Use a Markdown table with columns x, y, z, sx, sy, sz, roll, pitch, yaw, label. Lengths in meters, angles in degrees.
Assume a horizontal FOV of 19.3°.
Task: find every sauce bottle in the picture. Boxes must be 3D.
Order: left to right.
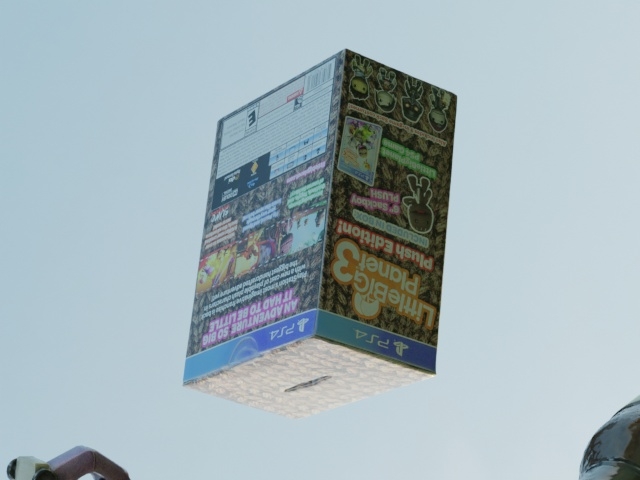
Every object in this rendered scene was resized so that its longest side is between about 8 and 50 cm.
| x | y | z | sx | sy | sz | roll | pitch | yaw | label |
| --- | --- | --- | --- | --- | --- | --- | --- | --- | --- |
| 0.268 | 0.170 | 1.462 | 0.344 | 0.111 | 0.111 | -21 | -89 | -55 | sauce bottle |

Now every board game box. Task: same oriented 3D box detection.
| x | y | z | sx | sy | sz | roll | pitch | yaw | label |
| --- | --- | --- | --- | --- | --- | --- | --- | --- | --- |
| 0.000 | 0.000 | 1.819 | 0.141 | 0.232 | 0.291 | 19 | -114 | -30 | board game box |

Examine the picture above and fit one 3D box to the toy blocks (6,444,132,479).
| x | y | z | sx | sy | sz | roll | pitch | yaw | label |
| --- | --- | --- | --- | --- | --- | --- | --- | --- | --- |
| -0.095 | 0.337 | 1.566 | 0.260 | 0.309 | 0.288 | 4 | -87 | -32 | toy blocks |
